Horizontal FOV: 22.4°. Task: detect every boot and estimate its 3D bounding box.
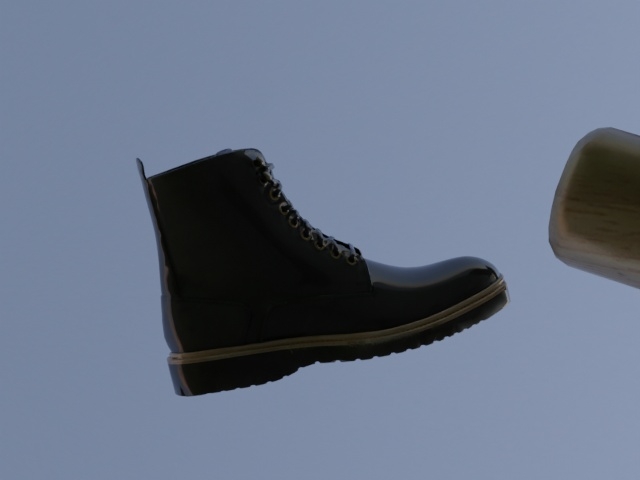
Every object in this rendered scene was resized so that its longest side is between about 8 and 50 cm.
[{"bbox_3d":[0.000,0.000,0.911,0.198,0.077,0.137,-14,-85,-11],"label":"boot"}]

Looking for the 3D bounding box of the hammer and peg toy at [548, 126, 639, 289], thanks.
[{"bbox_3d":[0.150,-0.092,0.385,0.127,0.361,0.266,19,-113,22],"label":"hammer and peg toy"}]
